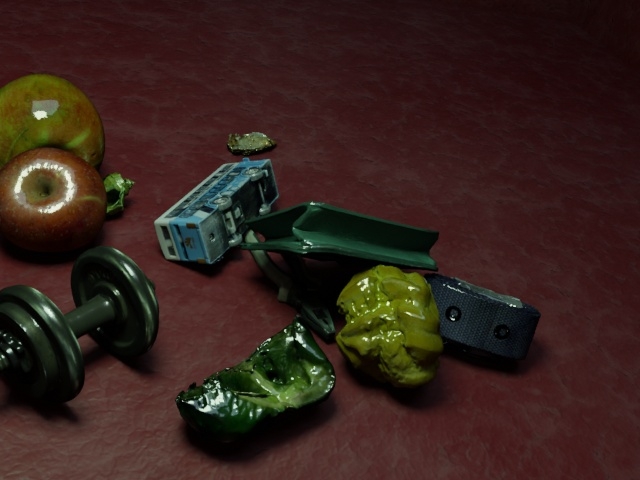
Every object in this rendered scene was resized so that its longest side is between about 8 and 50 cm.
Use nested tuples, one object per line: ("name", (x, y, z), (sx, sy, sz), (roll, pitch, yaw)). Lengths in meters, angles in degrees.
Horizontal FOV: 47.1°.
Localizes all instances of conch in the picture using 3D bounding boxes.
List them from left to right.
("conch", (-0.425, -0.088, 1.473), (0.121, 0.074, 0.089), (-30, 28, -19))

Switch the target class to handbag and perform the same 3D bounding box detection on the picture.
("handbag", (0.042, 0.002, 1.364), (0.326, 0.089, 0.238), (9, -8, -35))

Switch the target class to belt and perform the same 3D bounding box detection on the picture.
("belt", (0.286, 0.151, 1.379), (0.230, 0.126, 0.139), (18, 7, 3))

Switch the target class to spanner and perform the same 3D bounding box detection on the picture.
("spanner", (-0.053, 0.075, 1.423), (0.095, 0.040, 0.325), (-8, 40, -28))

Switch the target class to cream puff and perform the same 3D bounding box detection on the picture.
("cream puff", (0.113, 0.147, 1.253), (0.194, 0.195, 0.221), (-2, 64, -23))

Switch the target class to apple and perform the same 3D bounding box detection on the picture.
("apple", (-0.559, -0.209, 1.480), (0.246, 0.246, 0.226), (-5, 37, -26))
("apple", (-0.492, -0.067, 1.343), (0.201, 0.162, 0.201), (4, 70, -11))

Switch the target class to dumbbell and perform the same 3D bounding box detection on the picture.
("dumbbell", (-0.366, 0.124, 1.108), (0.192, 0.192, 0.290), (33, 39, 23))

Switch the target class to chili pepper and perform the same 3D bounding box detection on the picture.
("chili pepper", (-0.103, 0.236, 1.140), (0.264, 0.116, 0.148), (-22, 61, -40))

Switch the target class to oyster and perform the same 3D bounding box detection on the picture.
("oyster", (-0.166, -0.234, 1.812), (0.132, 0.029, 0.086), (8, 42, -16))

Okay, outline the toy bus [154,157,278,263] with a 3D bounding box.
("toy bus", (-0.199, -0.064, 1.482), (0.130, 0.106, 0.297), (0, 28, 24))
